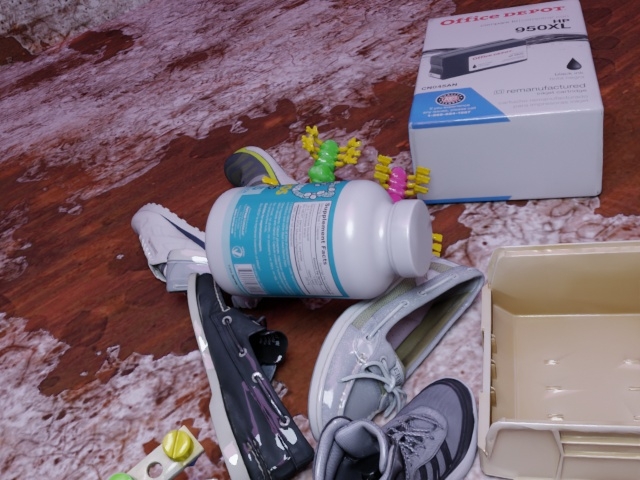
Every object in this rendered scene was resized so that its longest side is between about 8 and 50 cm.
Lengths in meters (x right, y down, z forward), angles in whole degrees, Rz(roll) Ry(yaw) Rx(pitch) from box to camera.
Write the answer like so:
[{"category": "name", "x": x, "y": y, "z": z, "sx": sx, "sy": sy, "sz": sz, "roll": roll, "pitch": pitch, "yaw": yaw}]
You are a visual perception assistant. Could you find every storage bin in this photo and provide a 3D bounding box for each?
[{"category": "storage bin", "x": 0.311, "y": 0.131, "z": 0.771, "sx": 0.260, "sy": 0.123, "sz": 0.262, "roll": -2, "pitch": 41, "yaw": 16}]

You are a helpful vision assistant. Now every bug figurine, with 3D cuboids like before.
[{"category": "bug figurine", "x": 0.049, "y": -0.051, "z": 1.041, "sx": 0.279, "sy": 0.072, "sz": 0.216, "roll": 19, "pitch": 61, "yaw": -2}]

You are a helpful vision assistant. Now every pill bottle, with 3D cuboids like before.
[{"category": "pill bottle", "x": 0.000, "y": 0.000, "z": 0.861, "sx": 0.264, "sy": 0.146, "sz": 0.146, "roll": -1, "pitch": 41, "yaw": 25}]

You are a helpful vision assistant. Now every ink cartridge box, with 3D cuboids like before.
[{"category": "ink cartridge box", "x": 0.317, "y": -0.249, "z": 1.194, "sx": 0.285, "sy": 0.166, "sz": 0.395, "roll": -2, "pitch": 40, "yaw": 16}]

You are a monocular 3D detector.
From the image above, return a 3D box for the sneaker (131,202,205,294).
[{"category": "sneaker", "x": -0.259, "y": 0.012, "z": 1.152, "sx": 0.235, "sy": 0.090, "sz": 0.095, "roll": 24, "pitch": 63, "yaw": 41}]

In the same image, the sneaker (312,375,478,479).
[{"category": "sneaker", "x": 0.083, "y": 0.218, "z": 0.720, "sx": 0.101, "sy": 0.153, "sz": 0.268, "roll": 18, "pitch": 49, "yaw": 35}]

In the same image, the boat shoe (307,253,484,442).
[{"category": "boat shoe", "x": 0.096, "y": 0.126, "z": 0.861, "sx": 0.103, "sy": 0.118, "sz": 0.320, "roll": 10, "pitch": 39, "yaw": 36}]

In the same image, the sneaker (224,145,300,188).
[{"category": "sneaker", "x": -0.103, "y": -0.066, "z": 1.171, "sx": 0.121, "sy": 0.111, "sz": 0.300, "roll": -33, "pitch": 39, "yaw": -15}]

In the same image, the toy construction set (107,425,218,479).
[{"category": "toy construction set", "x": -0.251, "y": 0.340, "z": 0.692, "sx": 0.327, "sy": 0.151, "sz": 0.215, "roll": -22, "pitch": 63, "yaw": 5}]

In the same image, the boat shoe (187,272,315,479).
[{"category": "boat shoe", "x": -0.091, "y": 0.157, "z": 0.879, "sx": 0.113, "sy": 0.127, "sz": 0.340, "roll": -19, "pitch": 40, "yaw": -6}]

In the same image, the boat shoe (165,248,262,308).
[{"category": "boat shoe", "x": -0.121, "y": 0.064, "z": 1.042, "sx": 0.227, "sy": 0.079, "sz": 0.081, "roll": 7, "pitch": 81, "yaw": -1}]
